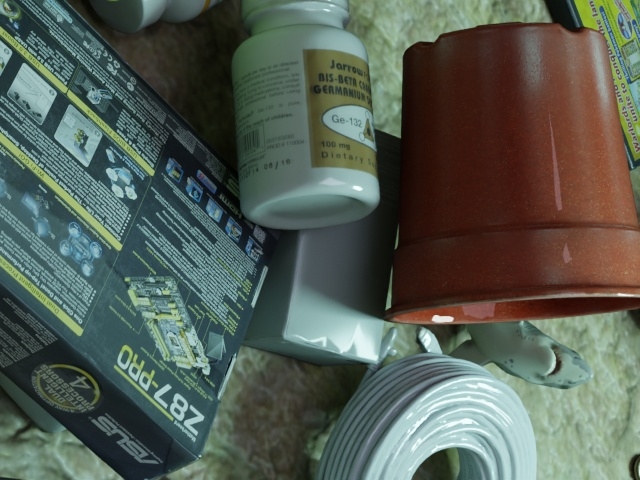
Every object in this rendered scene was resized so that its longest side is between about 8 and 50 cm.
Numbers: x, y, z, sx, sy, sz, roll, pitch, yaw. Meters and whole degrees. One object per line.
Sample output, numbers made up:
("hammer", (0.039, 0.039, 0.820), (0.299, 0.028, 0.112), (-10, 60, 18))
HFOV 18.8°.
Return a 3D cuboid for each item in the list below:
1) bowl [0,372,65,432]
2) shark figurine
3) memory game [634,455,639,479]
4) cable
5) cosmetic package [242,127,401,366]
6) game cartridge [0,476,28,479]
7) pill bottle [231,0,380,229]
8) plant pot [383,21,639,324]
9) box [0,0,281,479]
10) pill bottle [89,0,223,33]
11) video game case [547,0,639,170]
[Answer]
("bowl", (-0.231, 0.088, 1.764), (0.142, 0.053, 0.142), (-48, 111, -31))
("shark figurine", (0.188, 0.046, 2.075), (0.116, 0.166, 0.278), (16, 55, -60))
("memory game", (0.431, 0.292, 2.263), (0.186, 0.012, 0.186), (5, 81, -37))
("cable", (0.111, 0.244, 1.950), (0.257, 0.089, 0.257), (40, 76, -35))
("cosmetic package", (0.000, 0.000, 1.917), (0.127, 0.107, 0.238), (20, 76, -35))
("game cartridge", (-0.158, 0.276, 1.708), (0.294, 0.196, 0.060), (26, 69, -32))
("pill bottle", (-0.017, -0.135, 1.808), (0.131, 0.131, 0.229), (7, 71, -36))
("plant pot", (0.186, -0.062, 1.872), (0.272, 0.272, 0.265), (1, 81, -37))
("box", (-0.219, -0.027, 1.695), (0.395, 0.097, 0.318), (45, 38, -26))
("pill bottle", (-0.123, -0.278, 1.844), (0.208, 0.118, 0.117), (-36, 106, -34))
("video game case", (0.383, -0.254, 2.274), (0.248, 0.035, 0.274), (-32, 105, -35))
